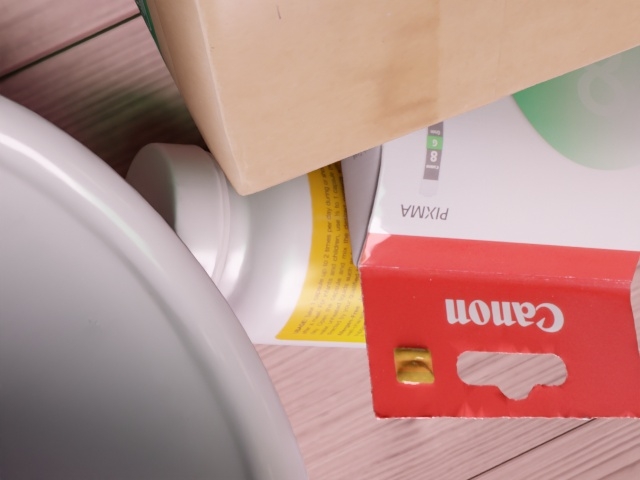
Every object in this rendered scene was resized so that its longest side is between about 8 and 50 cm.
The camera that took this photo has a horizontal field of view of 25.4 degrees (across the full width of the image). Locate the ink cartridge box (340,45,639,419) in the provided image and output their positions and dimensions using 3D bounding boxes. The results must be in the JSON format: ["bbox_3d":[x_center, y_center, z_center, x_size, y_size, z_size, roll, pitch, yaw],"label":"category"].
[{"bbox_3d":[0.101,-0.022,0.742,0.181,0.225,0.056,4,158,-28],"label":"ink cartridge box"}]

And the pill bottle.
[{"bbox_3d":[0.000,0.000,0.779,0.208,0.117,0.117,5,126,-28],"label":"pill bottle"}]

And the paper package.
[{"bbox_3d":[0.052,-0.208,0.531,0.309,0.168,0.325,-21,152,-5],"label":"paper package"}]

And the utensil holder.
[{"bbox_3d":[-0.247,0.162,0.622,0.385,0.327,0.327,-33,136,24],"label":"utensil holder"}]
